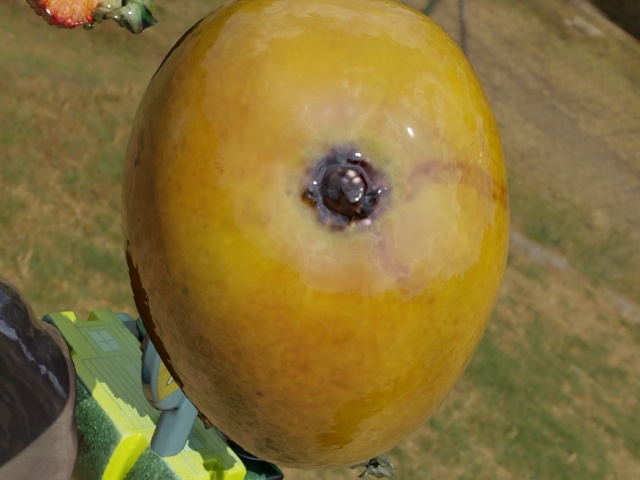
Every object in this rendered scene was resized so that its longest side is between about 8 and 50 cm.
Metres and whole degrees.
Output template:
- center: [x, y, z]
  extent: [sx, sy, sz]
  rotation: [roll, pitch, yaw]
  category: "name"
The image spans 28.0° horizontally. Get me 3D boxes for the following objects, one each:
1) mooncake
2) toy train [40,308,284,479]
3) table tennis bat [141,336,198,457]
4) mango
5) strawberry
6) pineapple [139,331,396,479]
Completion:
- center: [-0.399, 0.170, 1.365]
  extent: [0.306, 0.306, 0.154]
  rotation: [24, 18, -20]
  category: "mooncake"
- center: [-0.239, 0.254, 1.811]
  extent: [0.272, 0.179, 0.442]
  rotation: [-3, 37, -45]
  category: "toy train"
- center: [-0.132, 0.111, 1.412]
  extent: [0.044, 0.329, 0.215]
  rotation: [30, 35, 16]
  category: "table tennis bat"
- center: [-0.004, 0.007, 0.791]
  extent: [0.221, 0.378, 0.263]
  rotation: [-5, 69, -2]
  category: "mango"
- center: [-0.302, -0.352, 1.523]
  extent: [0.106, 0.188, 0.286]
  rotation: [22, -14, 39]
  category: "strawberry"
- center: [-0.049, 0.183, 1.628]
  extent: [0.357, 0.223, 0.223]
  rotation: [34, 22, 30]
  category: "pineapple"
